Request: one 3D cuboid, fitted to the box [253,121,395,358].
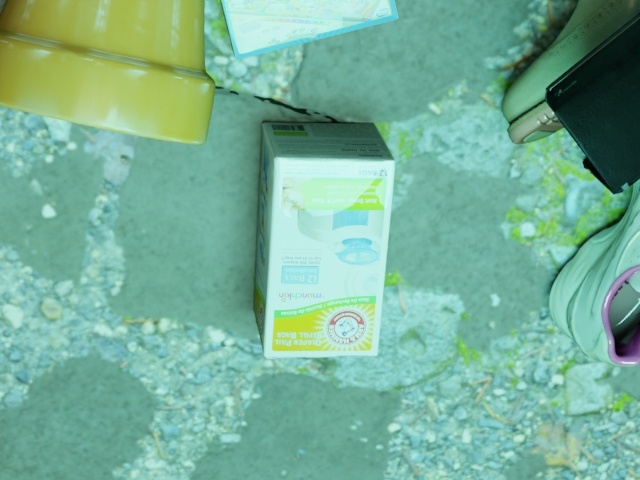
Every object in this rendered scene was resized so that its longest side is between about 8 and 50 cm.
[{"bbox_3d":[0.000,0.000,1.441,0.114,0.103,0.203,1,113,-9],"label":"box"}]

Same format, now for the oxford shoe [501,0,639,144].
[{"bbox_3d":[0.296,-0.250,1.390,0.397,0.140,0.146,-44,77,18],"label":"oxford shoe"}]

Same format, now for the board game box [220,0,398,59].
[{"bbox_3d":[-0.015,-0.232,1.378,0.154,0.026,0.103,-14,115,-3],"label":"board game box"}]

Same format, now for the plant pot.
[{"bbox_3d":[-0.178,-0.193,1.288,0.205,0.205,0.188,11,95,-14],"label":"plant pot"}]

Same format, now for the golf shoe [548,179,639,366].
[{"bbox_3d":[0.344,-0.008,1.478,0.115,0.140,0.306,25,106,-17],"label":"golf shoe"}]

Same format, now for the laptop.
[{"bbox_3d":[0.309,-0.165,1.354,0.234,0.264,0.136,-38,99,8],"label":"laptop"}]
